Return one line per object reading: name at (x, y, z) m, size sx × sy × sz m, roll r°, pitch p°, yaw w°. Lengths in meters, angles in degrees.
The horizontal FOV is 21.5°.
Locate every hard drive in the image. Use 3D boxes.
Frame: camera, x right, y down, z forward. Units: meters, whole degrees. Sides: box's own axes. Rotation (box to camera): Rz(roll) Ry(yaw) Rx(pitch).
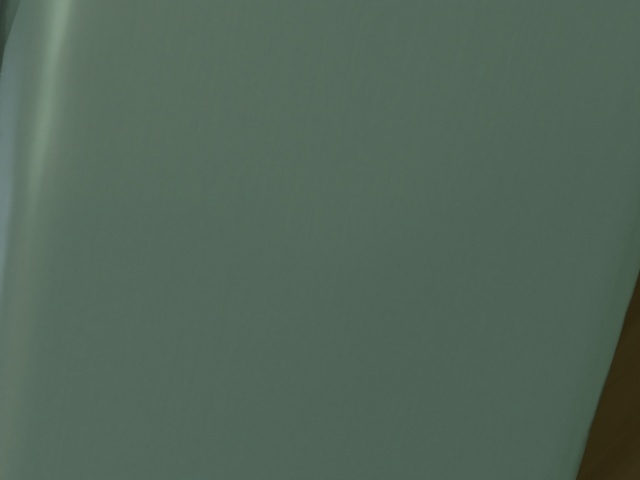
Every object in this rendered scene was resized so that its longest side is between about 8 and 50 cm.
hard drive at (0.000, 0.000, 0.528) m, size 0.233 × 0.047 × 0.353 m, roll -1°, pitch 118°, yaw -27°
